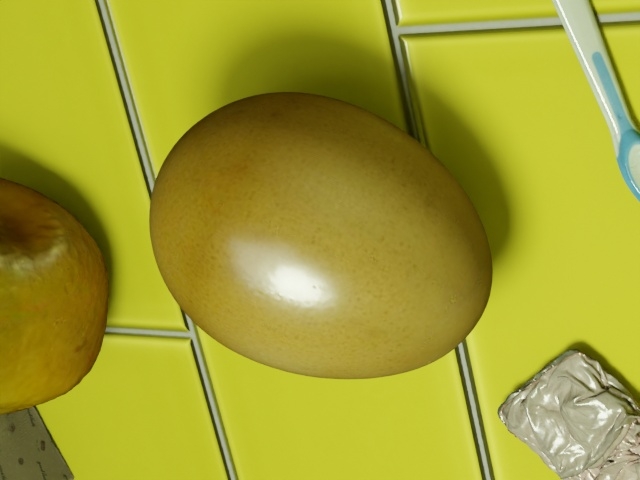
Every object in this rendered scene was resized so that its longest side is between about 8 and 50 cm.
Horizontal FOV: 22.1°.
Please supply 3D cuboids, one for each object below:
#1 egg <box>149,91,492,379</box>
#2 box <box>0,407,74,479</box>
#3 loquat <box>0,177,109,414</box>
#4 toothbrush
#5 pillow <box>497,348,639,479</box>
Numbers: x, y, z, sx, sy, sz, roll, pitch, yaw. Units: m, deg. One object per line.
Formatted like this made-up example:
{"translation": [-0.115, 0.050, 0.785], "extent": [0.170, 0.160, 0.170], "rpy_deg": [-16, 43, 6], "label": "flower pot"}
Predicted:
{"translation": [0.000, 0.000, 1.487], "extent": [0.322, 0.250, 0.250], "rpy_deg": [25, 127, 13], "label": "egg"}
{"translation": [-0.488, 0.298, 1.950], "extent": [0.225, 0.297, 0.190], "rpy_deg": [-14, 110, 37], "label": "box"}
{"translation": [-0.373, 0.071, 1.755], "extent": [0.276, 0.284, 0.276], "rpy_deg": [11, 116, 25], "label": "loquat"}
{"translation": [0.274, -0.068, 1.406], "extent": [0.040, 0.040, 0.386], "rpy_deg": [-15, 107, 38], "label": "toothbrush"}
{"translation": [0.286, 0.222, 1.556], "extent": [0.248, 0.049, 0.135], "rpy_deg": [45, 127, 0], "label": "pillow"}
